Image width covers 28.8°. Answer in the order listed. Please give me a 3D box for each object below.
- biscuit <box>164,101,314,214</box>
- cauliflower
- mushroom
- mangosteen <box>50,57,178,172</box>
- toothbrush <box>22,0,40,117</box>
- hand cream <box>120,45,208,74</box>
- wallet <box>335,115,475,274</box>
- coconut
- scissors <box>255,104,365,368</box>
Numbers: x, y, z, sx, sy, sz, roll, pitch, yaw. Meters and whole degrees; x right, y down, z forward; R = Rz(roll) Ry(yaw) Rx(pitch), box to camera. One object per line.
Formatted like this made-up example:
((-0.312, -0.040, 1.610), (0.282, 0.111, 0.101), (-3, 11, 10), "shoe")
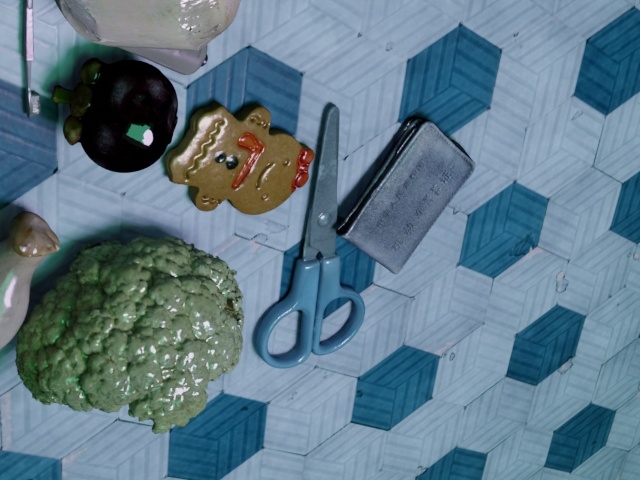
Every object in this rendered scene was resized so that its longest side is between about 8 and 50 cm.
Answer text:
((-0.103, -0.102, 1.688), (0.225, 0.036, 0.166), (25, 103, -46), "biscuit")
((-0.244, 0.125, 1.656), (0.250, 0.275, 0.272), (125, -11, -68), "cauliflower")
((-0.397, 0.062, 1.546), (0.097, 0.088, 0.212), (22, 105, -44), "mushroom")
((-0.246, -0.154, 1.484), (0.151, 0.137, 0.137), (19, 111, -10), "mangosteen")
((-0.334, -0.228, 1.430), (0.017, 0.014, 0.194), (-15, 129, -28), "toothbrush")
((-0.205, -0.248, 1.480), (0.054, 0.087, 0.186), (-15, 156, 38), "hand cream")
((0.132, -0.068, 1.877), (0.222, 0.036, 0.167), (-55, 138, -1), "wallet")
((-0.197, -0.308, 1.335), (0.234, 0.224, 0.224), (11, 122, 2), "coconut")
((0.000, 0.000, 1.847), (0.193, 0.029, 0.447), (-15, 129, -29), "scissors")
